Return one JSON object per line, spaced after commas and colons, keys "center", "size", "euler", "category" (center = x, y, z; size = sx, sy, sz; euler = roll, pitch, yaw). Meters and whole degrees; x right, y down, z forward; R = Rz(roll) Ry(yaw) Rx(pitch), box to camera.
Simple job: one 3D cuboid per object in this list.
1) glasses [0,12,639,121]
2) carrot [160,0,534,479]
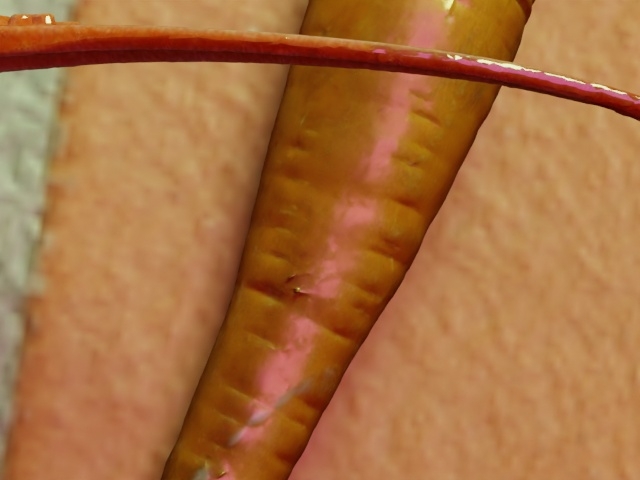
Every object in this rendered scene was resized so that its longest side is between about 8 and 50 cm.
{"center": [0.000, 0.059, 0.458], "size": [0.268, 0.118, 0.234], "euler": [-2, 83, 8], "category": "glasses"}
{"center": [0.000, 0.000, 0.541], "size": [0.061, 0.061, 0.257], "euler": [25, 80, -15], "category": "carrot"}
